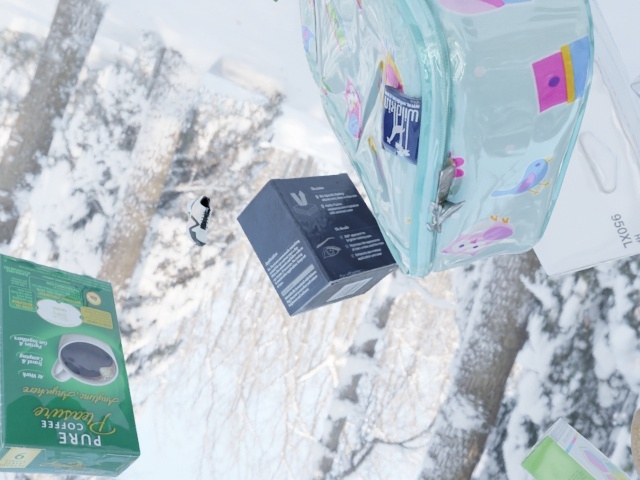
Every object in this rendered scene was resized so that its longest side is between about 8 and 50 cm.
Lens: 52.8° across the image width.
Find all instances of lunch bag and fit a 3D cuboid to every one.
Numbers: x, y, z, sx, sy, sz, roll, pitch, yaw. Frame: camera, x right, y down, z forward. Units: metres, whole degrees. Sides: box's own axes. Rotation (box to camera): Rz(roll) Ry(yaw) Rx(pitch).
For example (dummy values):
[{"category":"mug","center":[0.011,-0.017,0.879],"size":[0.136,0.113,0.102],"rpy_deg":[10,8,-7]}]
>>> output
[{"category":"lunch bag","center":[0.059,-0.119,0.429],"size":[0.108,0.224,0.279],"rpy_deg":[-12,-127,-8]}]

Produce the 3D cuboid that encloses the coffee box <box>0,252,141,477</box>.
[{"category":"coffee box","center":[-0.218,0.100,0.529],"size":[0.113,0.040,0.184],"rpy_deg":[23,-148,-45]}]

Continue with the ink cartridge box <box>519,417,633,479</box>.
[{"category":"ink cartridge box","center":[0.373,0.337,0.844],"size":[0.209,0.062,0.109],"rpy_deg":[43,-162,24]}]

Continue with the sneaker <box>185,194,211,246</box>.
[{"category":"sneaker","center":[-0.225,-0.039,1.205],"size":[0.040,0.044,0.109],"rpy_deg":[25,-135,-47]}]

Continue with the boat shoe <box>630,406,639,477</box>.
[{"category":"boat shoe","center":[0.497,0.209,0.704],"size":[0.342,0.123,0.123],"rpy_deg":[2,169,-28]}]

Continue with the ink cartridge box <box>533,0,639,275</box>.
[{"category":"ink cartridge box","center":[0.366,-0.178,0.943],"size":[0.285,0.166,0.395],"rpy_deg":[58,-147,-16]}]

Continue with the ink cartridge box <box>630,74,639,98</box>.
[{"category":"ink cartridge box","center":[0.392,-0.200,0.439],"size":[0.065,0.311,0.186],"rpy_deg":[50,-176,-1]}]

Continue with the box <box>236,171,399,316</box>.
[{"category":"box","center":[0.000,0.000,0.859],"size":[0.156,0.093,0.158],"rpy_deg":[-11,-115,-48]}]
